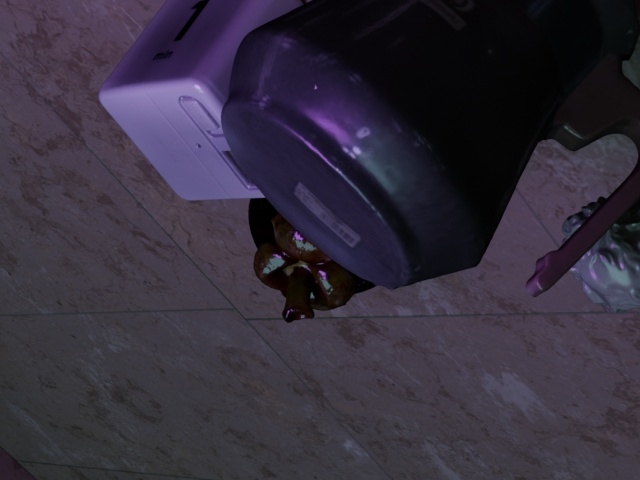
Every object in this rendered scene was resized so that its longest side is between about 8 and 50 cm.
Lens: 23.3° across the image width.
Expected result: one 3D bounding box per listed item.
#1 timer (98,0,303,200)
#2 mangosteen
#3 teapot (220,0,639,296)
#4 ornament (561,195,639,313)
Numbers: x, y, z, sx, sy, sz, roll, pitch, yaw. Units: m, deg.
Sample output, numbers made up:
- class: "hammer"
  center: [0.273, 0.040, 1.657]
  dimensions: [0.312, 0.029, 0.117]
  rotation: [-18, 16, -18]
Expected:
- class: "timer"
  center: [-0.109, -0.180, 1.840]
  dimensions: [0.194, 0.195, 0.192]
  rotation: [-2, 137, 43]
- class: "mangosteen"
  center: [0.000, 0.000, 1.960]
  dimensions: [0.211, 0.250, 0.211]
  rotation: [18, 146, 12]
- class: "teapot"
  center: [0.138, -0.136, 1.479]
  dimensions: [0.376, 0.362, 0.305]
  rotation: [43, 166, 2]
- class: "ornament"
  center: [0.347, 0.007, 1.633]
  dimensions: [0.130, 0.285, 0.120]
  rotation: [30, 108, 22]
